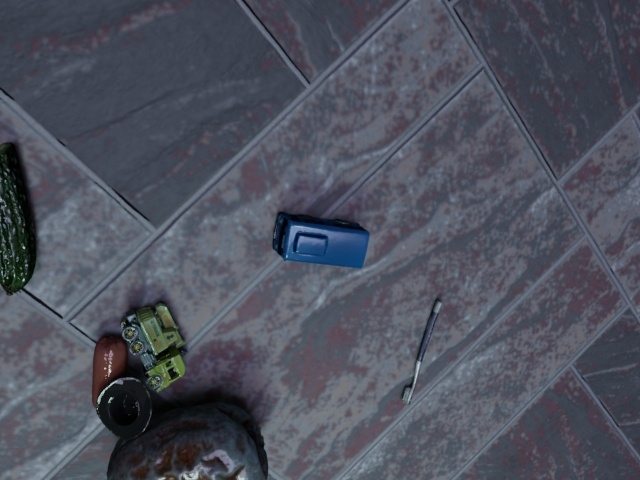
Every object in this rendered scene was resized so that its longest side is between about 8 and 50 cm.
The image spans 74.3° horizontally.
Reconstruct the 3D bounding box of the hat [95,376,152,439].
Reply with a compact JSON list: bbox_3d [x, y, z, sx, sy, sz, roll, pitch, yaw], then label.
[{"bbox_3d":[-0.376,0.322,0.828,0.121,0.050,0.121,0,90,0],"label":"hat"}]

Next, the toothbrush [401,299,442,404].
[{"bbox_3d":[0.255,0.282,1.064,0.026,0.024,0.288,14,101,-4],"label":"toothbrush"}]

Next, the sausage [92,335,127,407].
[{"bbox_3d":[-0.424,0.266,0.849,0.062,0.062,0.154,5,102,-17],"label":"sausage"}]

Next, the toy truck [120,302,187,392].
[{"bbox_3d":[-0.330,0.210,0.856,0.100,0.077,0.169,-25,106,-23],"label":"toy truck"}]

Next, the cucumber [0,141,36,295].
[{"bbox_3d":[-0.547,-0.033,0.737,0.077,0.077,0.266,-7,107,-14],"label":"cucumber"}]

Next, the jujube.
[{"bbox_3d":[-0.272,0.467,0.860,0.307,0.215,0.247,-21,112,-4],"label":"jujube"}]

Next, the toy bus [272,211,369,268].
[{"bbox_3d":[0.000,0.000,0.877,0.184,0.106,0.090,7,104,-17],"label":"toy bus"}]
